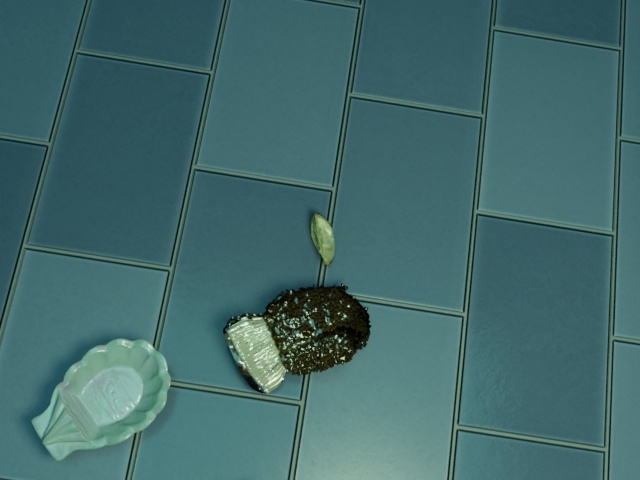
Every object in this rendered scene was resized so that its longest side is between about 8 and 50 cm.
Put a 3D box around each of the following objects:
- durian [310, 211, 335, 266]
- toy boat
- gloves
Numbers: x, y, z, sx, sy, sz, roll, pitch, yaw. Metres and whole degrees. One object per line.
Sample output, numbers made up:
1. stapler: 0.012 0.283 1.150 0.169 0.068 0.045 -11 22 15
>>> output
1. durian: 0.010 -0.003 1.927 0.052 0.066 0.130 -13 83 -7
2. toy boat: -0.443 0.330 1.770 0.290 0.100 0.199 -33 77 -14
3. gloves: -0.035 0.200 1.822 0.312 0.135 0.210 -27 72 -14
